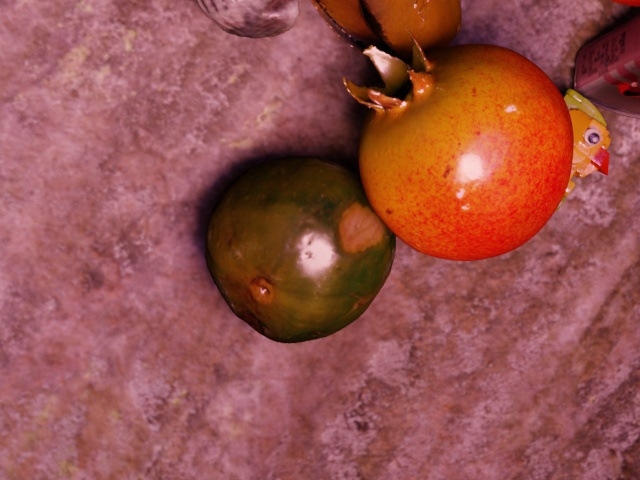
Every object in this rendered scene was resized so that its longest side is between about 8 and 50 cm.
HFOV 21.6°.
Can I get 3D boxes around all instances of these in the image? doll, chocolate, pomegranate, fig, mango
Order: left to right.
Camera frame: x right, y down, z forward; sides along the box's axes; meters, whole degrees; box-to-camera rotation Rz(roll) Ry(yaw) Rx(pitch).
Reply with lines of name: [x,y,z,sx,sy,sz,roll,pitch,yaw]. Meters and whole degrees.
chocolate: [-0.108,-0.307,1.665,0.110,0.110,0.248,-32,111,-5]
fig: [0.000,0.000,1.772,0.245,0.195,0.195,-24,117,-45]
mango: [0.062,-0.284,1.697,0.156,0.151,0.249,-29,127,18]
pomegranate: [0.131,-0.098,1.670,0.256,0.221,0.221,41,92,-22]
doll: [0.228,-0.092,1.837,0.186,0.106,0.134,-27,93,-7]

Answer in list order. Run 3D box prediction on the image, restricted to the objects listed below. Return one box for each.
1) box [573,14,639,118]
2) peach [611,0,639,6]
box: [0.379,-0.199,1.785,0.120,0.224,0.069,16,71,-22]
peach: [0.363,-0.323,1.758,0.267,0.159,0.154,-31,77,8]
